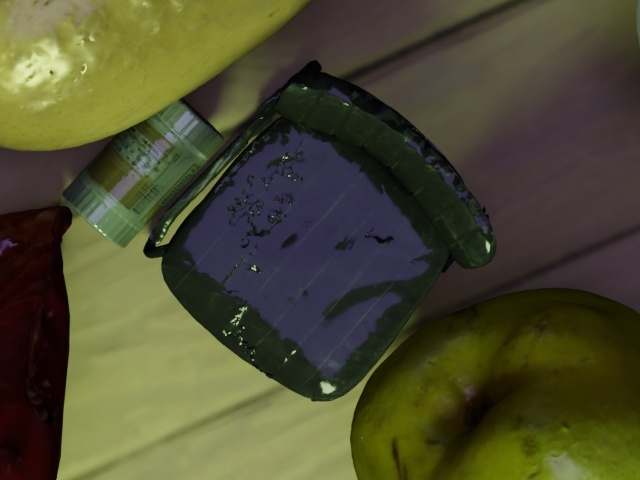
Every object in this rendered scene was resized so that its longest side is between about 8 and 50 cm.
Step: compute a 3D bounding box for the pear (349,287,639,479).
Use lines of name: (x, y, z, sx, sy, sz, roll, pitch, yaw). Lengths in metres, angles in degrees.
pear: (0.119, 0.124, 0.982, 0.200, 0.200, 0.200, 0, 93, -1)

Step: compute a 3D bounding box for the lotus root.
lotus root: (-0.110, -0.139, 0.998, 0.303, 0.131, 0.146, -28, 65, -2)

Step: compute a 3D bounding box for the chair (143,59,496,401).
chair: (0.000, 0.000, 0.961, 0.140, 0.221, 0.145, 40, 91, -3)

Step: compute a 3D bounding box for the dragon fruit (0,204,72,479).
dragon fruit: (-0.217, 0.128, 1.016, 0.302, 0.240, 0.330, 12, 69, 25)

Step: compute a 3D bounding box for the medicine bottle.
medicine bottle: (-0.097, -0.040, 1.045, 0.047, 0.047, 0.083, 43, 92, -3)

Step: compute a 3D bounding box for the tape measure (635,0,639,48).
tape measure: (0.245, -0.138, 0.993, 0.178, 0.105, 0.196, -17, 126, -23)
